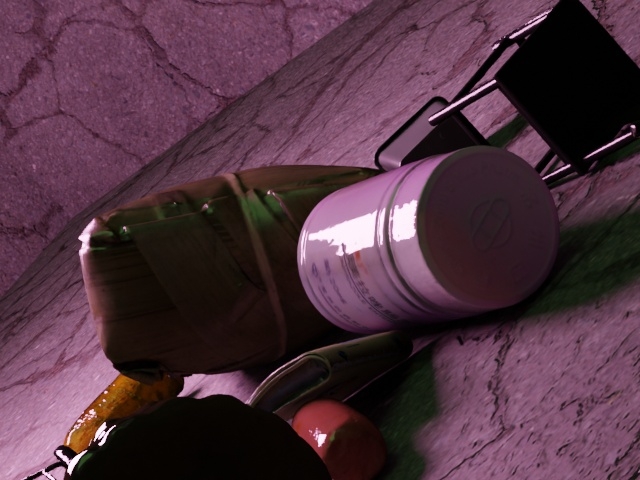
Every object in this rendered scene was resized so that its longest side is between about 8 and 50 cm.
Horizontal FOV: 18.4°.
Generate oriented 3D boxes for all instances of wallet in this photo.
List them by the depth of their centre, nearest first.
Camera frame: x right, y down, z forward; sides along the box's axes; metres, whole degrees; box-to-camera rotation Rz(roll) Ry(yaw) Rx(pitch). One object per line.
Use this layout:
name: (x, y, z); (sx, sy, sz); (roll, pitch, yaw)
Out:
wallet: (0.006, 0.124, 1.822); (0.110, 0.039, 0.155); (-36, -14, 28)

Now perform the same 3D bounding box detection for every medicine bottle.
medicine bottle: (0.096, 0.003, 1.837); (0.152, 0.152, 0.254); (-47, 12, -22)

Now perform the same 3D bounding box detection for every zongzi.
zongzi: (0.005, 0.022, 2.239); (0.466, 0.218, 0.500); (-9, 0, 6)

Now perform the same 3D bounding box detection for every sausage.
sausage: (0.014, 0.172, 1.709); (0.062, 0.062, 0.154); (-43, 11, -6)

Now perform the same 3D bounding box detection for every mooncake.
mooncake: (-0.095, 0.228, 1.475); (0.228, 0.228, 0.124); (-47, 6, -24)

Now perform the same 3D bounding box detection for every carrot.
carrot: (-0.237, 0.212, 2.342); (0.082, 0.082, 0.173); (-27, 17, 52)

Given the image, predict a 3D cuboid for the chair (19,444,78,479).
chair: (-0.196, 0.253, 1.880); (0.221, 0.145, 0.140); (-41, 21, -13)

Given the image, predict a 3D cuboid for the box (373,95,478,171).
box: (0.131, -0.103, 2.297); (0.122, 0.084, 0.069); (-44, 19, -6)

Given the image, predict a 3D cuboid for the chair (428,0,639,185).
chair: (0.248, -0.149, 1.952); (0.154, 0.141, 0.260); (-49, 11, -30)
